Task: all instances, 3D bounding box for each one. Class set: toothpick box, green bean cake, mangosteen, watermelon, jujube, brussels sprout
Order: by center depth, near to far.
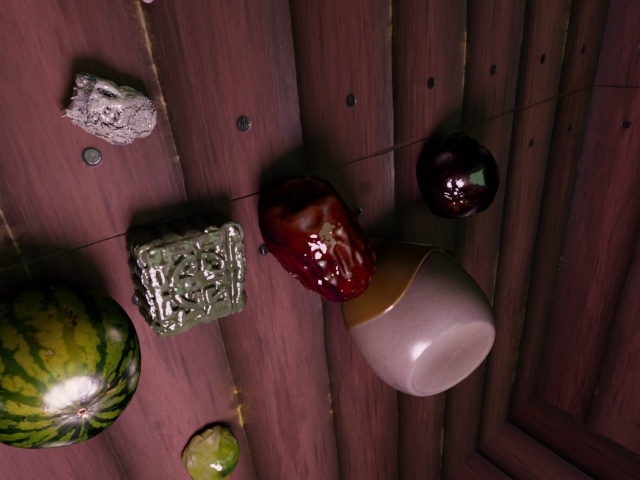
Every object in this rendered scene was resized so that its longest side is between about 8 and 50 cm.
[{"bbox_3d":[-0.478,0.221,0.767,0.285,0.285,0.285,-16,117,-33],"label":"watermelon"},{"bbox_3d":[-0.291,0.073,0.963,0.255,0.132,0.241,-14,113,-34],"label":"green bean cake"},{"bbox_3d":[0.000,0.000,1.075,0.258,0.258,0.376,-53,130,-9],"label":"jujube"},{"bbox_3d":[-0.299,0.613,1.180,0.149,0.122,0.152,-18,120,-36],"label":"brussels sprout"},{"bbox_3d":[0.270,0.199,1.269,0.408,0.425,0.409,-15,129,-19],"label":"toothpick box"},{"bbox_3d":[0.436,-0.212,1.371,0.233,0.288,0.288,-28,129,7],"label":"mangosteen"}]

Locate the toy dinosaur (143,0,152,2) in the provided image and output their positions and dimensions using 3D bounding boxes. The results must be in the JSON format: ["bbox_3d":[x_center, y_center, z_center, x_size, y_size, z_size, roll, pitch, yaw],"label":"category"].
[{"bbox_3d":[-0.327,-0.511,0.684,0.177,0.152,0.194,-9,120,-45],"label":"toy dinosaur"}]

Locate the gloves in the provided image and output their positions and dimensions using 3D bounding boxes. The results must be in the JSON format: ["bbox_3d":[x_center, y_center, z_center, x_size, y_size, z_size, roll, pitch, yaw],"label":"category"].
[{"bbox_3d":[-0.389,-0.239,0.788,0.153,0.070,0.114,13,99,-43],"label":"gloves"}]
